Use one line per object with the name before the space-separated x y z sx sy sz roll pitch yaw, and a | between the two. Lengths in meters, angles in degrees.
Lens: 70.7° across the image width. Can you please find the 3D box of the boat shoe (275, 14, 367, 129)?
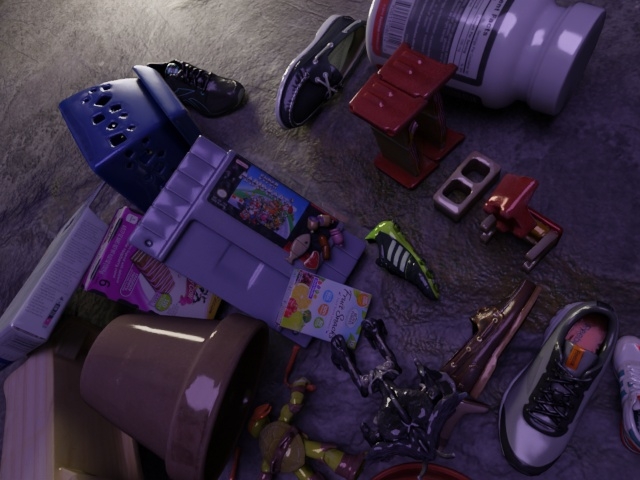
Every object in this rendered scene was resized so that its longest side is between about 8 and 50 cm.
boat shoe | 0.009 -0.364 0.968 0.091 0.114 0.302 21 78 31

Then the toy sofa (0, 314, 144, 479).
toy sofa | -0.415 0.319 0.765 0.177 0.150 0.362 -44 43 3

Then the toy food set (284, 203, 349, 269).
toy food set | 0.000 0.000 0.780 0.078 0.019 0.122 31 81 -10

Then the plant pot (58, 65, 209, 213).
plant pot | -0.371 -0.218 0.979 0.212 0.236 0.236 -37 62 -4

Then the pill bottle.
pill bottle | 0.283 -0.365 0.820 0.363 0.210 0.210 29 81 26

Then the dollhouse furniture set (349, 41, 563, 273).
dollhouse furniture set | 0.242 -0.139 0.750 0.152 0.201 0.374 -47 62 -3

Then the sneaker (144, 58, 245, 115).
sneaker | -0.310 -0.371 1.085 0.267 0.106 0.101 11 72 21

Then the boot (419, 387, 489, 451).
boot | 0.192 0.281 0.696 0.119 0.042 0.087 8 78 24

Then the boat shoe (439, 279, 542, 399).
boat shoe | 0.264 0.142 0.703 0.073 0.073 0.207 33 83 25

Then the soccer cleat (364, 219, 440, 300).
soccer cleat | 0.144 0.042 0.798 0.072 0.060 0.179 -39 56 12

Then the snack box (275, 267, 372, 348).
snack box | 0.007 0.116 0.772 0.141 0.037 0.100 22 83 -18

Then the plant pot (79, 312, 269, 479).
plant pot | -0.231 0.220 0.707 0.229 0.263 0.263 15 75 6

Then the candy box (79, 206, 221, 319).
candy box | -0.291 0.059 0.840 0.071 0.233 0.159 0 67 54

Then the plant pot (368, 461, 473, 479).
plant pot | 0.116 0.426 0.535 0.273 0.265 0.272 -7 68 17

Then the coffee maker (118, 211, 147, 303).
coffee maker | -0.389 0.015 0.952 0.178 0.120 0.171 -35 62 3

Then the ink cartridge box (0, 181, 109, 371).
ink cartridge box | -0.541 0.078 0.908 0.324 0.071 0.330 -27 37 40

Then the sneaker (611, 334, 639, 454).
sneaker | 0.441 0.208 0.615 0.057 0.075 0.161 2 70 20

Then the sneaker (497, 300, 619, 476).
sneaker | 0.334 0.199 0.639 0.100 0.108 0.271 27 81 24

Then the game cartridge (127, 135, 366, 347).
game cartridge | -0.117 0.002 0.793 0.355 0.068 0.230 33 85 -9

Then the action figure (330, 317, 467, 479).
action figure | 0.115 0.231 0.650 0.164 0.141 0.275 -39 31 2

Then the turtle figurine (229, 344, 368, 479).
turtle figurine | -0.037 0.323 0.723 0.217 0.087 0.269 22 82 24
